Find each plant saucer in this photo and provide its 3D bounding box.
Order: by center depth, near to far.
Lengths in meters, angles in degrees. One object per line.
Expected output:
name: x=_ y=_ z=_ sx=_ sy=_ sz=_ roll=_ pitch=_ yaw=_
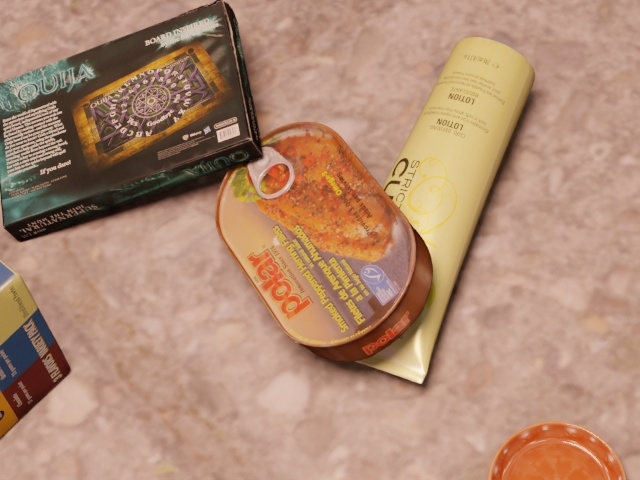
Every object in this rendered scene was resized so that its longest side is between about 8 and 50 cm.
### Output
plant saucer: x=0.144 y=0.151 z=0.933 sx=0.083 sy=0.013 sz=0.083 roll=-2 pitch=61 yaw=4

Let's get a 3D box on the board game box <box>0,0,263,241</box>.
board game box: x=-0.138 y=-0.085 z=1.068 sx=0.186 sy=0.026 sz=0.126 roll=-18 pitch=59 yaw=11

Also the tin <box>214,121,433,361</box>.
tin: x=0.000 y=0.000 z=0.992 sx=0.106 sy=0.040 sz=0.190 roll=-38 pitch=48 yaw=3

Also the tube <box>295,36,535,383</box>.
tube: x=0.073 y=-0.023 z=1.017 sx=0.062 sy=0.070 sz=0.240 roll=34 pitch=70 yaw=-22

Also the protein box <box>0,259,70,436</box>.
protein box: x=-0.308 y=0.062 z=0.962 sx=0.201 sy=0.136 sz=0.200 roll=37 pitch=70 yaw=24
